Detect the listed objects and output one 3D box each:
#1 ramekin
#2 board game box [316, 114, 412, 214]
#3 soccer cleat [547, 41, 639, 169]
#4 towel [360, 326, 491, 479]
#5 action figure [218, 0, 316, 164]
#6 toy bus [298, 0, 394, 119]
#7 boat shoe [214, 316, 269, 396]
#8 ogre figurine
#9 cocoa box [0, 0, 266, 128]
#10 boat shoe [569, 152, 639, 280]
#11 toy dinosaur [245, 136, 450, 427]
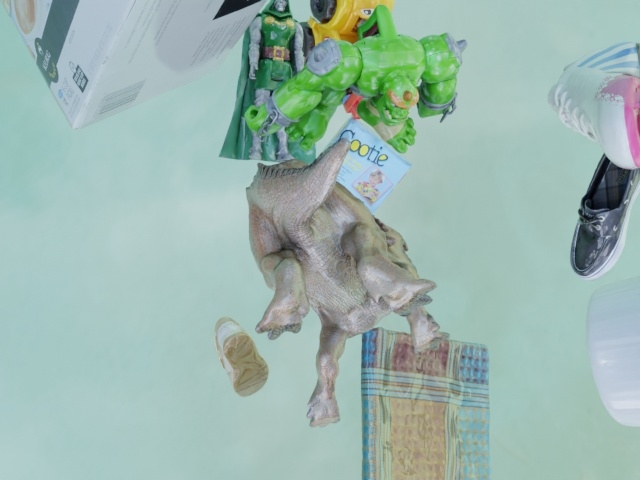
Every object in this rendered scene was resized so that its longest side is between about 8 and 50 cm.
[{"bbox_3d":[0.566,0.192,1.558,0.135,0.277,0.277,-14,111,33],"label":"ramekin"},{"bbox_3d":[0.029,-0.084,1.687,0.144,0.142,0.275,38,100,-5],"label":"board game box"},{"bbox_3d":[0.360,-0.167,1.153,0.143,0.331,0.116,-8,112,25],"label":"soccer cleat"},{"bbox_3d":[0.147,0.309,1.178,0.040,0.271,0.370,-11,73,42],"label":"towel"},{"bbox_3d":[-0.063,-0.224,1.217,0.137,0.063,0.232,2,89,-21],"label":"action figure"},{"bbox_3d":[0.060,-0.331,1.580,0.149,0.211,0.220,-6,149,-33],"label":"toy bus"},{"bbox_3d":[-0.120,0.171,1.341,0.063,0.059,0.170,-26,142,-15],"label":"boat shoe"},{"bbox_3d":[0.041,-0.134,0.777,0.197,0.097,0.118,10,153,-14],"label":"ogre figurine"},{"bbox_3d":[-0.209,-0.324,1.020,0.231,0.347,0.228,-30,89,-29],"label":"cocoa box"},{"bbox_3d":[0.406,-0.049,1.284,0.076,0.080,0.228,4,117,-41],"label":"boat shoe"},{"bbox_3d":[0.000,0.000,0.670,0.127,0.200,0.296,-23,145,3],"label":"toy dinosaur"}]
